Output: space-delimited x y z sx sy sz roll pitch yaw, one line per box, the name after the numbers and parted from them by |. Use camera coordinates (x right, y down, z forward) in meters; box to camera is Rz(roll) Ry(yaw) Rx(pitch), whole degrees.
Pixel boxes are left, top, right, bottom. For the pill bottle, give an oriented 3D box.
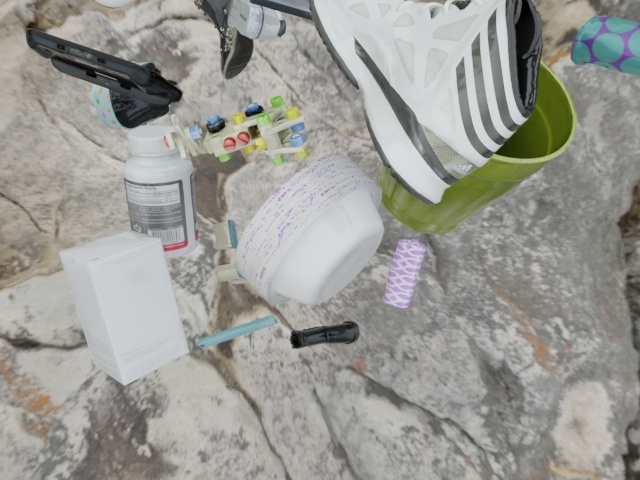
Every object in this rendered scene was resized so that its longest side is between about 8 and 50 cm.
-0.414 -0.127 1.599 0.176 0.176 0.319 -2 115 -6 | pill bottle

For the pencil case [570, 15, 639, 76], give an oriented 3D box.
0.404 -0.239 0.783 0.151 0.070 0.065 29 82 33 | pencil case

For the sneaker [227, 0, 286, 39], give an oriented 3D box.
-0.138 -0.481 1.323 0.091 0.258 0.094 9 122 -25 | sneaker

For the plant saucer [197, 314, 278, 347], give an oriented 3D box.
-0.195 0.215 1.462 0.192 0.067 0.018 -17 75 -4 | plant saucer

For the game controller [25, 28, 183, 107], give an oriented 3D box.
-0.442 -0.357 1.264 0.319 0.166 0.067 20 81 13 | game controller

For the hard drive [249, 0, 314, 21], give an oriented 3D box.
-0.071 -0.452 1.145 0.135 0.094 0.022 7 134 -24 | hard drive

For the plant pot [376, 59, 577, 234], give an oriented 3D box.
0.285 -0.200 1.332 0.366 0.353 0.367 9 55 -12 | plant pot

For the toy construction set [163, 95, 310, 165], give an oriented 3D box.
-0.189 -0.241 1.428 0.327 0.215 0.151 -4 123 -1 | toy construction set

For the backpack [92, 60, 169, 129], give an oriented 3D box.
-0.529 -0.391 1.683 0.144 0.188 0.166 8 127 26 | backpack

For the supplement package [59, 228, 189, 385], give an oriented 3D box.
-0.446 0.144 1.417 0.175 0.177 0.293 -24 114 -37 | supplement package

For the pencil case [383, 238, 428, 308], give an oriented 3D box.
0.241 0.093 1.779 0.086 0.088 0.206 17 98 6 | pencil case

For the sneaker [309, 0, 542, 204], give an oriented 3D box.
0.159 -0.289 0.872 0.257 0.169 0.448 -36 57 25 | sneaker

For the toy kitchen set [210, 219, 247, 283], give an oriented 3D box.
-0.230 0.034 1.831 0.122 0.207 0.166 -11 82 6 | toy kitchen set

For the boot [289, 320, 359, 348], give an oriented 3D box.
0.004 0.183 1.188 0.099 0.121 0.045 -2 81 -33 | boot

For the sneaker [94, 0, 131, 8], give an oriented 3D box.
-0.257 -0.401 0.676 0.162 0.281 0.107 -8 56 28 | sneaker

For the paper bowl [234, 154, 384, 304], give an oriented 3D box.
0.000 0.000 1.090 0.284 0.284 0.148 -46 71 -3 | paper bowl

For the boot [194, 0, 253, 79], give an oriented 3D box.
-0.262 -0.568 1.650 0.085 0.236 0.178 -35 74 -33 | boot
